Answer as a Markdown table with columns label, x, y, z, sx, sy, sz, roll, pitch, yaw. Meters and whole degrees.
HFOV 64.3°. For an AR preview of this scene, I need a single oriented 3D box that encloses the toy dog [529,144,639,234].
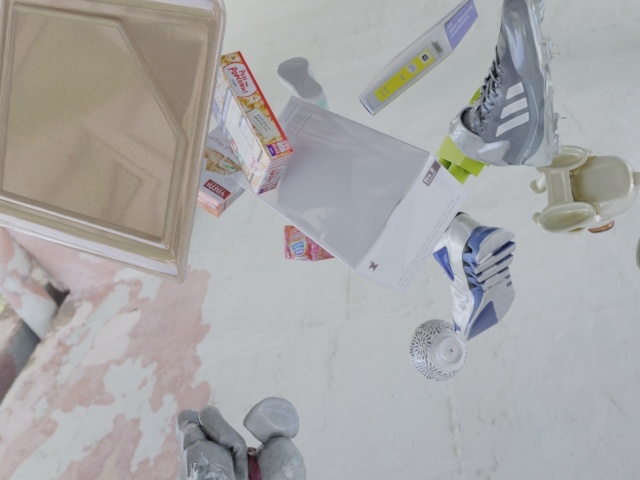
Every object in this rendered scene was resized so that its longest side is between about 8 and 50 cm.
| label | x | y | z | sx | sy | sz | roll | pitch | yaw |
| --- | --- | --- | --- | --- | --- | --- | --- | --- | --- |
| toy dog | 0.909 | -0.166 | 1.734 | 0.395 | 0.408 | 0.285 | -17 | -105 | 24 |

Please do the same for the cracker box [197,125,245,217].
| label | x | y | z | sx | sy | sz | roll | pitch | yaw |
| --- | --- | --- | --- | --- | --- | --- | --- | --- | --- |
| cracker box | -0.242 | -0.182 | 1.254 | 0.155 | 0.067 | 0.232 | 33 | -126 | 5 |

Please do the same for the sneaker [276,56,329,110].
| label | x | y | z | sx | sy | sz | roll | pitch | yaw |
| --- | --- | --- | --- | --- | --- | --- | --- | --- | --- |
| sneaker | -0.043 | -0.381 | 1.367 | 0.094 | 0.151 | 0.256 | -22 | -132 | -2 |

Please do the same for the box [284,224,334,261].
| label | x | y | z | sx | sy | sz | roll | pitch | yaw |
| --- | --- | --- | --- | --- | --- | --- | --- | --- | --- |
| box | 0.000 | 0.000 | 1.827 | 0.128 | 0.123 | 0.257 | 5 | -172 | 38 |

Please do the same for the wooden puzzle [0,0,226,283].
| label | x | y | z | sx | sy | sz | roll | pitch | yaw |
| --- | --- | --- | --- | --- | --- | --- | --- | --- | --- |
| wooden puzzle | -0.189 | -0.101 | 0.436 | 0.221 | 0.239 | 0.044 | 15 | -164 | 17 |

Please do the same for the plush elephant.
| label | x | y | z | sx | sy | sz | roll | pitch | yaw |
| --- | --- | --- | --- | --- | --- | --- | --- | --- | --- |
| plush elephant | -0.148 | 0.462 | 1.017 | 0.255 | 0.330 | 0.272 | 7 | -116 | -23 |

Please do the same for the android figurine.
| label | x | y | z | sx | sy | sz | roll | pitch | yaw |
| --- | --- | --- | --- | --- | --- | --- | --- | --- | --- |
| android figurine | 0.321 | -0.223 | 1.026 | 0.273 | 0.056 | 0.248 | -57 | -167 | 10 |

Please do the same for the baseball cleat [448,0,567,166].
| label | x | y | z | sx | sy | sz | roll | pitch | yaw |
| --- | --- | --- | --- | --- | --- | --- | --- | --- | --- |
| baseball cleat | 0.166 | -0.129 | 0.474 | 0.109 | 0.206 | 0.072 | -5 | -124 | 27 |

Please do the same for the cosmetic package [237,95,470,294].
| label | x | y | z | sx | sy | sz | roll | pitch | yaw |
| --- | --- | --- | --- | --- | --- | --- | --- | --- | --- |
| cosmetic package | 0.041 | -0.096 | 0.922 | 0.385 | 0.156 | 0.217 | 39 | -83 | 43 |

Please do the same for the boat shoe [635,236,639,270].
| label | x | y | z | sx | sy | sz | roll | pitch | yaw |
| --- | --- | --- | --- | --- | --- | --- | --- | --- | --- |
| boat shoe | 0.839 | -0.025 | 1.175 | 0.127 | 0.113 | 0.340 | -14 | -144 | 57 |

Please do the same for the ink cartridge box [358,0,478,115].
| label | x | y | z | sx | sy | sz | roll | pitch | yaw |
| --- | --- | --- | --- | --- | --- | --- | --- | --- | --- |
| ink cartridge box | 0.254 | -0.437 | 1.132 | 0.307 | 0.072 | 0.303 | -29 | -164 | 40 |

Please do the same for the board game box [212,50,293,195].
| label | x | y | z | sx | sy | sz | roll | pitch | yaw |
| --- | --- | --- | --- | --- | --- | --- | --- | --- | --- |
| board game box | -0.123 | -0.191 | 0.861 | 0.045 | 0.193 | 0.147 | -24 | 172 | -23 |

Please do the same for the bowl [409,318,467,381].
| label | x | y | z | sx | sy | sz | roll | pitch | yaw |
| --- | --- | --- | --- | --- | --- | --- | --- | --- | --- |
| bowl | 0.332 | 0.296 | 1.371 | 0.170 | 0.170 | 0.080 | -34 | 180 | -18 |

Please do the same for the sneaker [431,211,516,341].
| label | x | y | z | sx | sy | sz | roll | pitch | yaw |
| --- | --- | --- | --- | --- | --- | --- | --- | --- | --- |
| sneaker | 0.316 | 0.054 | 1.106 | 0.127 | 0.315 | 0.182 | -24 | -137 | -15 |
